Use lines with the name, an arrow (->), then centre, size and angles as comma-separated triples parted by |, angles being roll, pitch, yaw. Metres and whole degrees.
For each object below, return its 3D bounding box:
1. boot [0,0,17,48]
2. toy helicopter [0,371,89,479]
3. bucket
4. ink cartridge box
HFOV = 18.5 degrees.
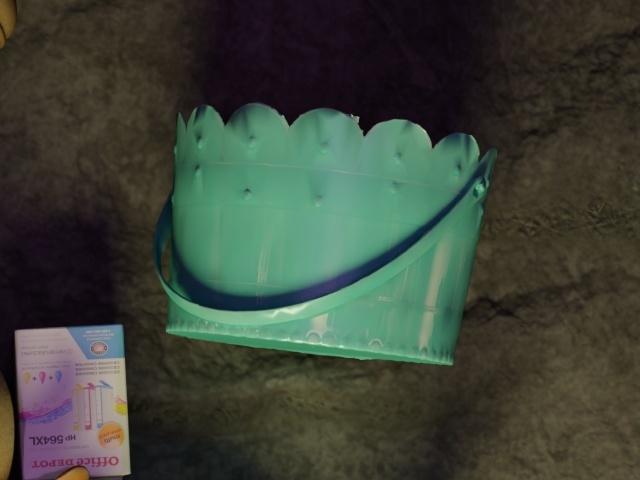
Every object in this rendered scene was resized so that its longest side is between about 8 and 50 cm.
boot -> -0.219, -0.315, 1.702 | 0.269, 0.089, 0.236 | -23, 87, -14
toy helicopter -> -0.318, 0.252, 1.553 | 0.235, 0.140, 0.355 | 17, 97, 29
bucket -> 0.000, 0.000, 1.610 | 0.281, 0.281, 0.183 | 7, 84, -10
ink cartridge box -> -0.208, 0.147, 1.633 | 0.092, 0.090, 0.143 | -3, 82, -11
